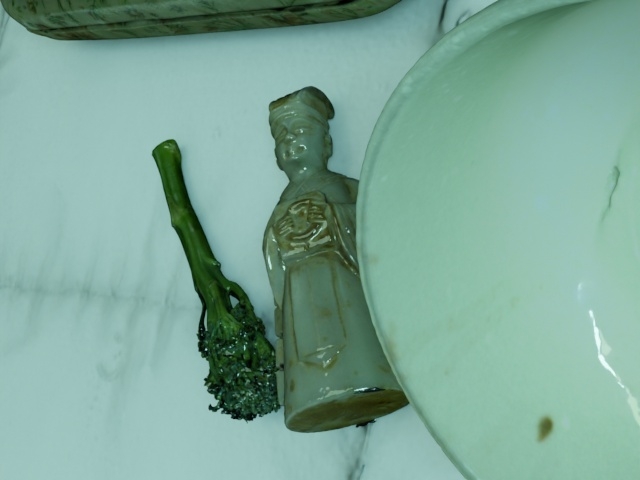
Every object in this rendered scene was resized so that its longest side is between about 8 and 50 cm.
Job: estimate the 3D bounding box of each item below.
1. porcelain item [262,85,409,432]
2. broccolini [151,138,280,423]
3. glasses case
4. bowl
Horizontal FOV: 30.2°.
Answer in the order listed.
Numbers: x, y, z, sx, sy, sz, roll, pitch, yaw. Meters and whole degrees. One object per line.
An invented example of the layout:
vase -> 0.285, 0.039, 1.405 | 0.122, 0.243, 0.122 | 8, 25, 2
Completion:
porcelain item -> 0.000, 0.000, 0.689 | 0.084, 0.054, 0.213 | -18, 62, 16
broccolini -> -0.071, 0.017, 0.765 | 0.054, 0.051, 0.239 | -50, 41, 26
glasses case -> -0.082, -0.221, 0.813 | 0.425, 0.098, 0.156 | 6, 75, 44
bowl -> 0.162, 0.010, 0.433 | 0.277, 0.145, 0.277 | 25, 134, 29
